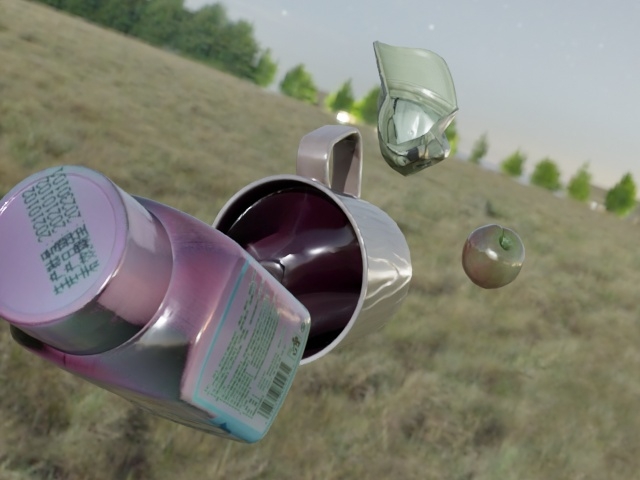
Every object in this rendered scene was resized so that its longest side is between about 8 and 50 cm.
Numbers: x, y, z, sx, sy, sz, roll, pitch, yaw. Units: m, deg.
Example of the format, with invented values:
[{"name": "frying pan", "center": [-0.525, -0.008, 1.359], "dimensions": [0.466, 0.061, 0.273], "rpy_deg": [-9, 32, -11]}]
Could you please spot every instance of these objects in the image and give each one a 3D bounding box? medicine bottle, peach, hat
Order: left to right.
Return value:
[{"name": "medicine bottle", "center": [-0.093, 0.035, 0.548], "dimensions": [0.119, 0.094, 0.188], "rpy_deg": [16, -16, 25]}, {"name": "hat", "center": [0.086, -0.138, 1.092], "dimensions": [0.122, 0.166, 0.081], "rpy_deg": [2, -26, -37]}, {"name": "peach", "center": [0.215, 0.021, 1.307], "dimensions": [0.083, 0.083, 0.083], "rpy_deg": [20, 6, -2]}]

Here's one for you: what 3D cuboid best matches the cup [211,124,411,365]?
[{"name": "cup", "center": [-0.017, 0.007, 1.337], "dimensions": [0.208, 0.288, 0.273], "rpy_deg": [-21, -7, 17]}]
